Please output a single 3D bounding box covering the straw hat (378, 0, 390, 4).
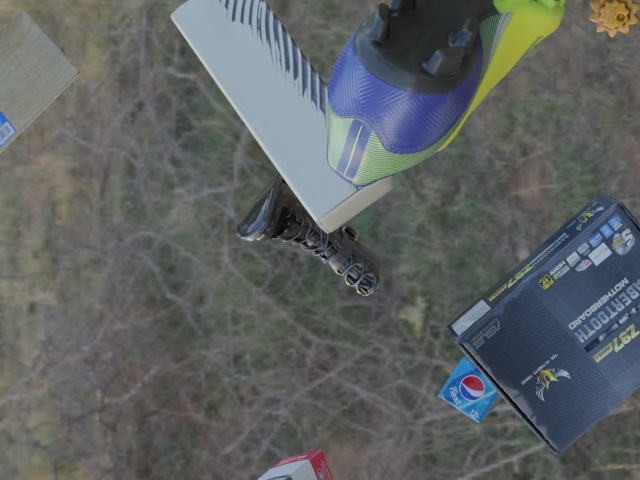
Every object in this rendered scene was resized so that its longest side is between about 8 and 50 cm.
[{"bbox_3d":[0.126,-0.293,1.577,0.061,0.144,0.144,-33,64,58],"label":"straw hat"}]

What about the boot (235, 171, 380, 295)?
[{"bbox_3d":[0.000,0.000,1.594,0.091,0.229,0.263,-47,6,19],"label":"boot"}]

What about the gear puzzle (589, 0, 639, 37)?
[{"bbox_3d":[0.591,-0.414,1.714,0.339,0.044,0.175,-14,112,29],"label":"gear puzzle"}]

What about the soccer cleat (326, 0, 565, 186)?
[{"bbox_3d":[0.084,-0.125,0.726,0.093,0.289,0.121,34,126,11],"label":"soccer cleat"}]

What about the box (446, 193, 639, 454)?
[{"bbox_3d":[0.284,0.092,1.168,0.233,0.183,0.059,-40,15,3],"label":"box"}]

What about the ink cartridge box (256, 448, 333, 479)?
[{"bbox_3d":[-0.037,0.317,1.200,0.063,0.150,0.109,-18,93,29],"label":"ink cartridge box"}]

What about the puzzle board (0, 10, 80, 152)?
[{"bbox_3d":[-0.279,-0.129,0.937,0.128,0.011,0.096,-45,64,2],"label":"puzzle board"}]

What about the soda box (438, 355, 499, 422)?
[{"bbox_3d":[0.236,0.210,1.576,0.071,0.210,0.067,33,96,14],"label":"soda box"}]

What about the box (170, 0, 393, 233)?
[{"bbox_3d":[-0.039,-0.147,1.137,0.275,0.094,0.113,54,-178,8],"label":"box"}]
